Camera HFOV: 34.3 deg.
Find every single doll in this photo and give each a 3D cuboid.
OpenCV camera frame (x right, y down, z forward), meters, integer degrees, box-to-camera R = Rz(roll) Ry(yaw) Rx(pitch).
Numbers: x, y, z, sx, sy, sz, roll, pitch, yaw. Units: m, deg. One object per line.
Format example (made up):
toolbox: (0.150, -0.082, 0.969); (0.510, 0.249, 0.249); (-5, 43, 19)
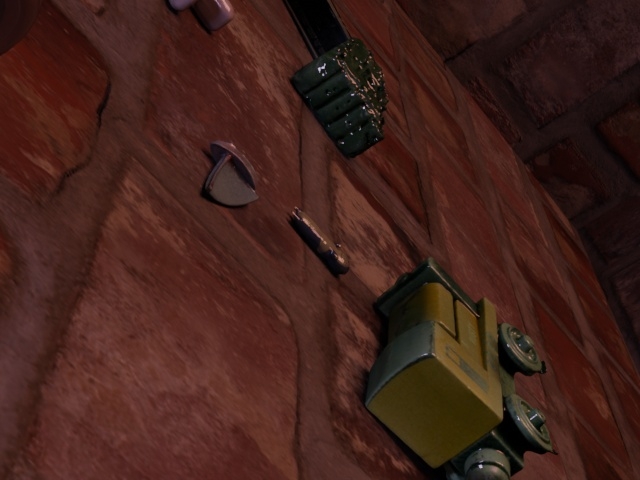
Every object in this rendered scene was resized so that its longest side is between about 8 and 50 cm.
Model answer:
doll: (-0.203, -0.412, 1.641); (0.161, 0.059, 0.160); (15, 45, -62)
doll: (0.000, 0.000, 1.485); (0.125, 0.027, 0.037); (49, 27, -17)

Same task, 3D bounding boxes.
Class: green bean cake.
green bean cake: (0.063, -0.276, 1.948); (0.193, 0.107, 0.208); (53, 27, -7)

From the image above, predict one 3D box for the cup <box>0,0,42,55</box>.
cup: (-0.362, -0.258, 0.843); (0.253, 0.191, 0.200); (-5, 61, -35)

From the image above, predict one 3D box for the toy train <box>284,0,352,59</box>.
toy train: (0.007, -0.444, 2.171); (0.088, 0.086, 0.407); (33, 29, -60)

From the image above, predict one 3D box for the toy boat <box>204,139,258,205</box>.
toy boat: (-0.120, -0.070, 1.323); (0.096, 0.034, 0.122); (49, 28, -17)

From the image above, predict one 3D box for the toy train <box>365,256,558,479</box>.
toy train: (0.192, 0.187, 1.457); (0.253, 0.160, 0.397); (44, 21, -11)
